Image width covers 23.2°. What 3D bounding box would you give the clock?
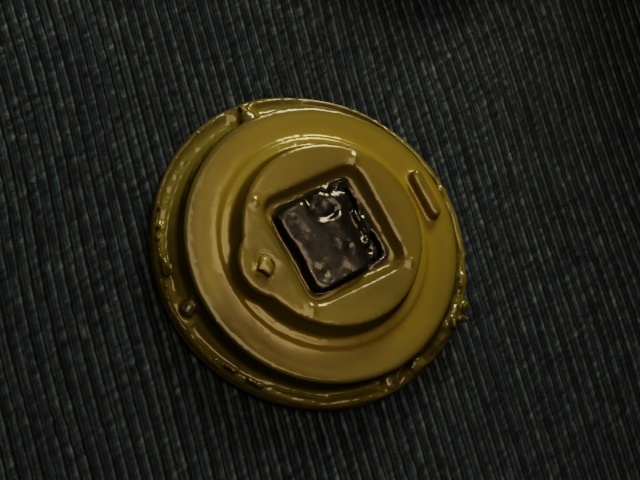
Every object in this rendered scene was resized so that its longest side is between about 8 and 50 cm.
[{"bbox_3d":[0.000,0.000,1.077,0.237,0.057,0.237,7,69,-18],"label":"clock"}]
